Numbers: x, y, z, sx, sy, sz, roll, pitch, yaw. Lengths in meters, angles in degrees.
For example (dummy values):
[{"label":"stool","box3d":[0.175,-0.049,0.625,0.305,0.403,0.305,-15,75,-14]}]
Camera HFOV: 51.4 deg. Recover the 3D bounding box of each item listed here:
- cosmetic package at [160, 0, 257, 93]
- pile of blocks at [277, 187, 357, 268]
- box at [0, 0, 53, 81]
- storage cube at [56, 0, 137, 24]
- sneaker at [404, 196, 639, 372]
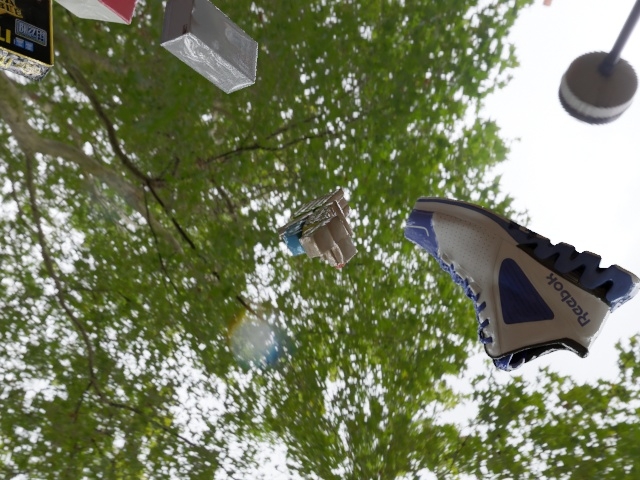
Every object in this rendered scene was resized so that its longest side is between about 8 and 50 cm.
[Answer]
[{"label":"cosmetic package","box3d":[-0.260,-0.469,1.585,0.107,0.238,0.127,-12,-116,34]},{"label":"pile of blocks","box3d":[0.000,0.000,1.359,0.148,0.362,0.113,-27,-78,10]},{"label":"box","box3d":[-0.831,-0.559,1.637,0.079,0.321,0.257,-34,-124,36]},{"label":"storage cube","box3d":[-0.580,-0.688,1.685,0.183,0.215,0.193,15,-93,22]},{"label":"sneaker","box3d":[0.235,0.069,0.890,0.315,0.127,0.182,24,-95,29]}]
